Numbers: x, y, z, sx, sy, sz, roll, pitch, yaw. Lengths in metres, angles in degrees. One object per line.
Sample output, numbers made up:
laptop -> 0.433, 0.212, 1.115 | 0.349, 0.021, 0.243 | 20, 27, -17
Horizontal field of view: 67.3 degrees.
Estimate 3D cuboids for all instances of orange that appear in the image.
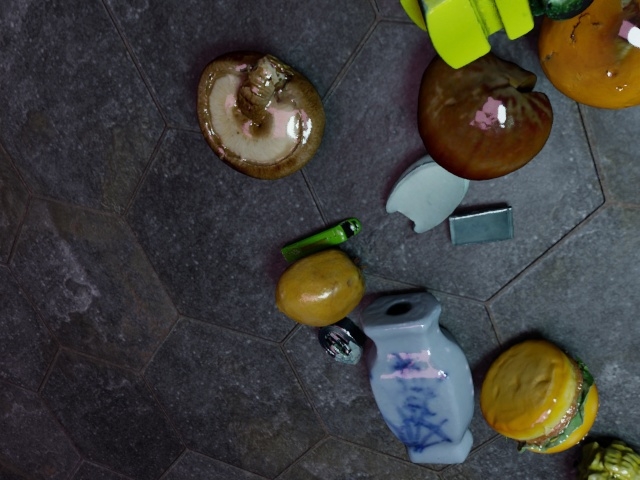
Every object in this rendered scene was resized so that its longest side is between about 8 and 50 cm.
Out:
orange -> 0.457, -0.326, 0.724 | 0.246, 0.246, 0.246 | 8, 116, 17

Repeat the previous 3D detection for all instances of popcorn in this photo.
popcorn -> 0.670, 0.564, 1.091 | 0.169, 0.189, 0.218 | 5, 121, 26

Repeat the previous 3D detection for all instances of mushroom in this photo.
mushroom -> -0.127, -0.273, 1.021 | 0.297, 0.163, 0.278 | 35, 129, 3

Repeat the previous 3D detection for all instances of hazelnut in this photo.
hazelnut -> 0.279, -0.232, 0.851 | 0.217, 0.217, 0.251 | -38, 76, 30

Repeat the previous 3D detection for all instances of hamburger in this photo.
hamburger -> 0.476, 0.344, 1.028 | 0.170, 0.246, 0.246 | 35, 122, -14

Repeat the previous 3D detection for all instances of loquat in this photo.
loquat -> 0.005, 0.107, 1.123 | 0.234, 0.187, 0.176 | -23, 102, -4

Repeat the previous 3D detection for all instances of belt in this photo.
belt -> 0.055, 0.260, 1.249 | 0.140, 0.058, 0.105 | 43, 124, -3

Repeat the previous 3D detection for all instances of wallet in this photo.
wallet -> 0.340, -0.030, 1.017 | 0.129, 0.026, 0.088 | -9, 129, 15

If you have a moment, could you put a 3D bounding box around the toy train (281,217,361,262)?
toy train -> 0.000, 0.000, 1.160 | 0.209, 0.042, 0.044 | -22, 105, 28

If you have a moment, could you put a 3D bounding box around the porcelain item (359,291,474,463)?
porcelain item -> 0.237, 0.331, 1.145 | 0.242, 0.178, 0.405 | -10, 112, 24

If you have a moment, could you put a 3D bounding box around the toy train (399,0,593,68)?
toy train -> 0.222, -0.462, 0.696 | 0.272, 0.179, 0.442 | -22, 61, 26

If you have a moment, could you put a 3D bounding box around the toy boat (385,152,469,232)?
toy boat -> 0.230, -0.109, 1.018 | 0.134, 0.079, 0.208 | 36, 131, 0
